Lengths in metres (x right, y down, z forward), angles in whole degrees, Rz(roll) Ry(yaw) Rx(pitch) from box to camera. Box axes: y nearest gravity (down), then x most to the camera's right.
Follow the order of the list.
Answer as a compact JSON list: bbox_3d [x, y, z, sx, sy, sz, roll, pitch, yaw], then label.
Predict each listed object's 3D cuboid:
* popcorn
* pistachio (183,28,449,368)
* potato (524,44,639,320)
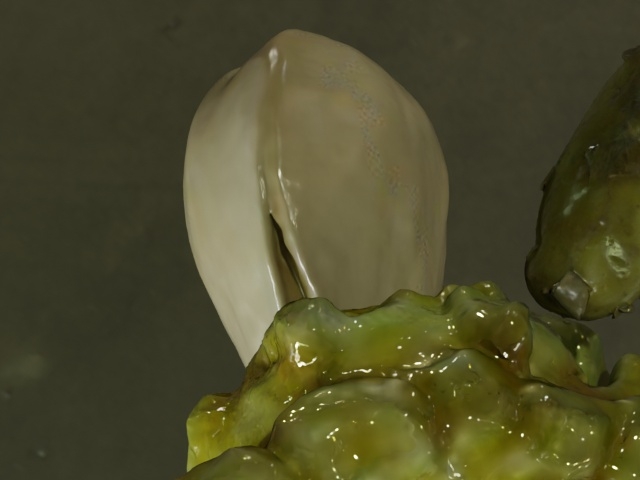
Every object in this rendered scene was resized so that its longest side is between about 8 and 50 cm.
[{"bbox_3d":[0.057,0.151,1.039,0.335,0.274,0.279,-1,21,3],"label":"popcorn"},{"bbox_3d":[0.000,0.000,1.337,0.208,0.226,0.331,-6,91,11],"label":"pistachio"},{"bbox_3d":[0.200,-0.049,1.003,0.225,0.090,0.117,-51,33,3],"label":"potato"}]
